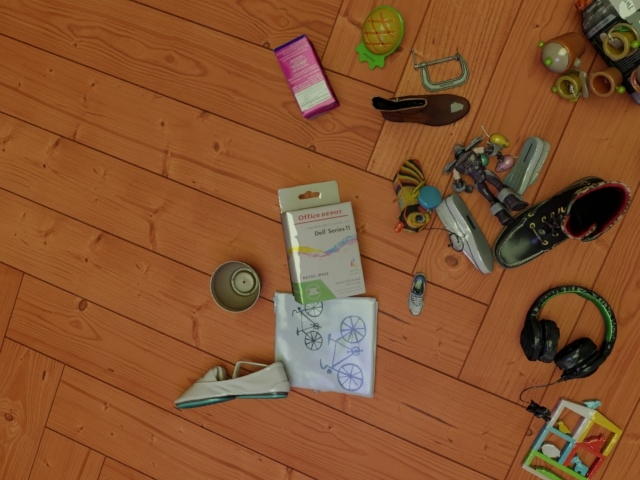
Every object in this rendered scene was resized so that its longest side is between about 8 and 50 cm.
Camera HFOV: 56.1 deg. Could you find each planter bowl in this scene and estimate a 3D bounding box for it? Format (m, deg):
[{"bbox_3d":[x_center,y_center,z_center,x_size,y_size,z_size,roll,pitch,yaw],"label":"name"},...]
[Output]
[{"bbox_3d":[-0.255,0.139,1.908,0.162,0.109,0.161,1,95,11],"label":"planter bowl"}]

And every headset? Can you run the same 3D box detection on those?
[{"bbox_3d":[0.688,0.316,1.708,0.244,0.185,0.394,27,88,8],"label":"headset"}]

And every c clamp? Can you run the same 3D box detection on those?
[{"bbox_3d":[0.356,-0.513,1.779,0.161,0.022,0.137,-5,94,12],"label":"c clamp"}]

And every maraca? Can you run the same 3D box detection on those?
[{"bbox_3d":[0.174,-0.598,1.771,0.127,0.099,0.185,39,126,13],"label":"maraca"}]

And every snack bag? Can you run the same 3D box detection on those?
[{"bbox_3d":[0.008,0.330,1.913,0.343,0.037,0.322,2,95,13],"label":"snack bag"}]

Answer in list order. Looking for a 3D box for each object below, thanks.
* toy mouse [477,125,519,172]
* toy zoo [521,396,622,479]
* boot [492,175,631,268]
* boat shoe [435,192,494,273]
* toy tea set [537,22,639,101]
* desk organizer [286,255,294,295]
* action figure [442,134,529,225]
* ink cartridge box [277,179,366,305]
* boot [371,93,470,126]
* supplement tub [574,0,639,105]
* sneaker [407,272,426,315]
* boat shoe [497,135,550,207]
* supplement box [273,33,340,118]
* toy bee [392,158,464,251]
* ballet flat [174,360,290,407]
[{"bbox_3d":[0.512,-0.241,1.768,0.161,0.031,0.143,28,99,7],"label":"toy mouse"},{"bbox_3d":[0.760,0.603,1.797,0.192,0.030,0.293,28,100,7],"label":"toy zoo"},{"bbox_3d":[0.647,-0.043,1.631,0.377,0.284,0.138,-34,89,11],"label":"boot"},{"bbox_3d":[0.427,-0.012,1.784,0.084,0.095,0.258,-31,80,38],"label":"boat shoe"},{"bbox_3d":[0.714,-0.445,1.555,0.124,0.336,0.200,-34,114,-22],"label":"toy tea set"},{"bbox_3d":[-0.070,0.109,1.886,0.047,0.050,0.130,-11,80,12],"label":"desk organizer"},{"bbox_3d":[0.468,-0.177,1.723,0.285,0.099,0.185,57,134,22],"label":"action figure"},{"bbox_3d":[0.000,0.000,1.811,0.207,0.119,0.353,-11,93,-12],"label":"ink cartridge box"},{"bbox_3d":[0.287,-0.382,1.671,0.264,0.280,0.096,7,96,10],"label":"boot"},{"bbox_3d":[0.844,-0.547,1.590,0.207,0.207,0.338,-36,88,12],"label":"supplement tub"},{"bbox_3d":[0.293,0.167,1.833,0.052,0.058,0.135,6,97,10],"label":"sneaker"},{"bbox_3d":[0.596,-0.187,1.733,0.076,0.083,0.226,8,120,-29],"label":"boat shoe"},{"bbox_3d":[-0.040,-0.488,1.810,0.114,0.111,0.219,-23,91,11],"label":"supplement box"},{"bbox_3d":[0.273,-0.095,1.729,0.162,0.195,0.298,-17,48,-19],"label":"toy bee"},{"bbox_3d":[-0.285,0.461,1.940,0.401,0.139,0.139,-11,93,17],"label":"ballet flat"}]
